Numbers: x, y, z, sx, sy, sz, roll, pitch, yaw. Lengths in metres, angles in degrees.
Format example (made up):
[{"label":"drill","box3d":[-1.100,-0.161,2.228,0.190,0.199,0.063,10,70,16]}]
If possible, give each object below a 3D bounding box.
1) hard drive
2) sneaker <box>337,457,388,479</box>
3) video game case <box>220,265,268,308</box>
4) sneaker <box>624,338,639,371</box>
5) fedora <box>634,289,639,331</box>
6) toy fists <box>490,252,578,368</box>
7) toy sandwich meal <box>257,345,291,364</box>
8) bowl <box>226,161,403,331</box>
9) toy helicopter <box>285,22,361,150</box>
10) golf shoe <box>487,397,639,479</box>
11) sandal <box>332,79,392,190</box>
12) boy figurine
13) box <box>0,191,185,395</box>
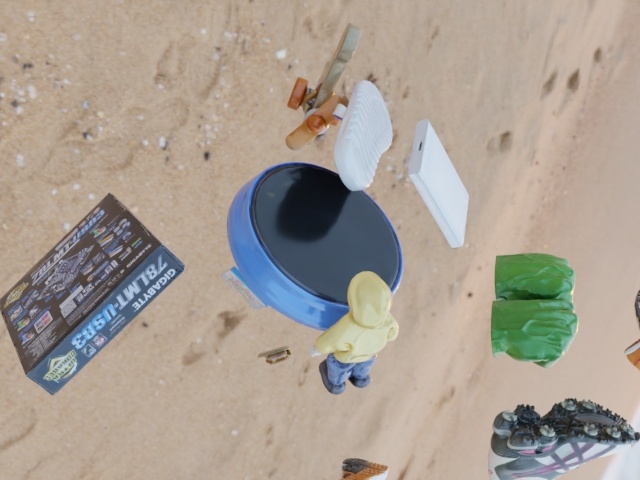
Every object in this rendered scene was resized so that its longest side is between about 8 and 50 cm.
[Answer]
[{"label":"hard drive","box3d":[0.326,-0.152,2.041,0.307,0.040,0.203,52,40,-39]},{"label":"sneaker","box3d":[0.073,0.543,1.564,0.262,0.099,0.121,-8,106,-71]},{"label":"video game case","box3d":[-0.176,0.112,1.739,0.119,0.166,0.015,46,74,-6]},{"label":"sneaker","box3d":[0.688,0.202,1.494,0.064,0.067,0.175,-26,158,-37]},{"label":"fedora","box3d":[0.561,0.167,0.982,0.152,0.334,0.334,-38,157,27]},{"label":"toy fists","box3d":[0.384,0.118,1.336,0.279,0.142,0.096,-65,147,-54]},{"label":"toy sandwich meal","box3d":[-0.102,0.259,1.681,0.085,0.085,0.029,-11,83,-52]},{"label":"bowl","box3d":[0.000,0.000,1.534,0.391,0.391,0.077,-27,164,-46]},{"label":"toy helicopter","box3d":[0.012,-0.358,1.768,0.355,0.140,0.235,121,-12,-52]},{"label":"golf shoe","box3d":[0.391,0.331,1.220,0.273,0.105,0.120,2,116,-19]},{"label":"sandal","box3d":[0.072,-0.241,1.655,0.416,0.102,0.169,-63,135,-59]},{"label":"boy figurine","box3d":[0.064,0.174,1.379,0.177,0.092,0.285,-12,139,-21]},{"label":"box","box3d":[-0.407,0.078,1.294,0.295,0.293,0.073,-46,125,-9]}]
